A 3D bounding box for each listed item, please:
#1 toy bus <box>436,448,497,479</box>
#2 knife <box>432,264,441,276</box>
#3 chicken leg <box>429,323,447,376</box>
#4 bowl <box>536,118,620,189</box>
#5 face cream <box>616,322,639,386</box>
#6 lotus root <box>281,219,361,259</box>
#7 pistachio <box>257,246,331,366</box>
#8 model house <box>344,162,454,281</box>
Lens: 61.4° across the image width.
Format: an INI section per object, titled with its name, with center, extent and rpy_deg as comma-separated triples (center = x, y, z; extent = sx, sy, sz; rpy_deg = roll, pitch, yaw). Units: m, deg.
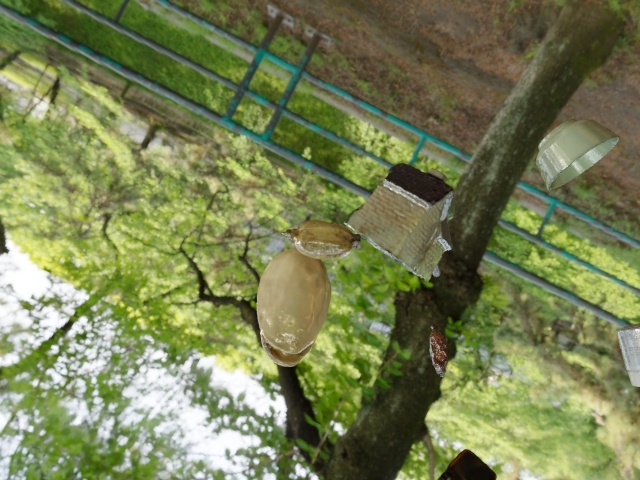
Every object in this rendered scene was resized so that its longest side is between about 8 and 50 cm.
[toy bus]
center = 0.178, 0.578, 1.037
extent = 0.093, 0.408, 0.092
rpy_deg = 39, 158, 34
[knife]
center = 0.398, 0.074, 1.911
extent = 0.031, 0.121, 0.018
rpy_deg = -13, -164, 35
[chicken leg]
center = 0.367, 0.331, 1.677
extent = 0.053, 0.205, 0.093
rpy_deg = 0, 139, 12
[bowl]
center = 0.648, -0.237, 1.402
extent = 0.112, 0.211, 0.211
rpy_deg = 57, -172, 20
[face cream]
center = 0.872, 0.282, 1.382
extent = 0.177, 0.153, 0.177
rpy_deg = -10, 168, -2
[lotus root]
center = 0.000, 0.000, 1.006
extent = 0.151, 0.072, 0.063
rpy_deg = 10, 166, 5
[pistachio]
center = -0.070, 0.155, 1.357
extent = 0.187, 0.299, 0.188
rpy_deg = 9, 146, 6
[model house]
center = 0.268, -0.066, 1.567
extent = 0.243, 0.284, 0.298
rpy_deg = 39, -177, 30
